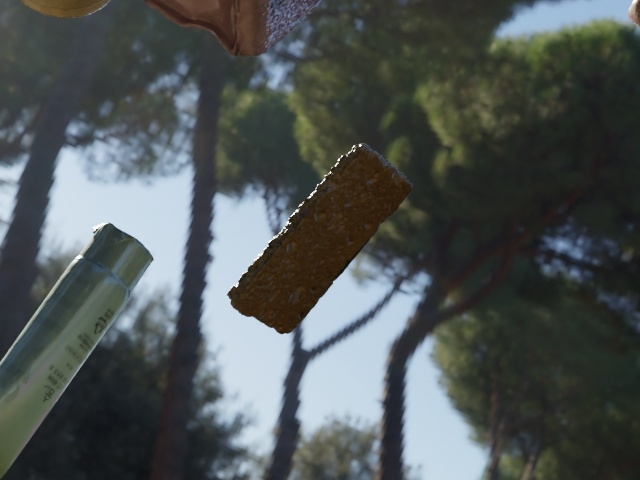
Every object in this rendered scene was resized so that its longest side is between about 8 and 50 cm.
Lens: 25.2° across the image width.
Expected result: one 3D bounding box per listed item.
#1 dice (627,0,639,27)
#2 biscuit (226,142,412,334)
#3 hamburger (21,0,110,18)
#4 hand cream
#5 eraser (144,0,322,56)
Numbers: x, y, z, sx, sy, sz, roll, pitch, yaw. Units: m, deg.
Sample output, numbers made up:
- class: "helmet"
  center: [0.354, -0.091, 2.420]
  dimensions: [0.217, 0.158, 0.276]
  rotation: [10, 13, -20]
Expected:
- class: "dice"
  center: [0.347, -0.216, 1.323]
  dimensions: [0.091, 0.093, 0.094]
  rotation: [42, 14, 13]
- class: "biscuit"
  center: [0.000, 0.000, 1.575]
  dimensions: [0.025, 0.231, 0.131]
  rotation: [44, 5, 36]
- class: "hamburger"
  center: [-0.327, -0.388, 1.838]
  dimensions: [0.173, 0.210, 0.116]
  rotation: [18, -27, -11]
- class: "hand cream"
  center: [-0.194, 0.081, 1.024]
  dimensions: [0.050, 0.205, 0.078]
  rotation: [24, -20, 26]
- class: "eraser"
  center: [-0.115, -0.332, 1.030]
  dimensions: [0.272, 0.122, 0.359]
  rotation: [37, -26, 17]
